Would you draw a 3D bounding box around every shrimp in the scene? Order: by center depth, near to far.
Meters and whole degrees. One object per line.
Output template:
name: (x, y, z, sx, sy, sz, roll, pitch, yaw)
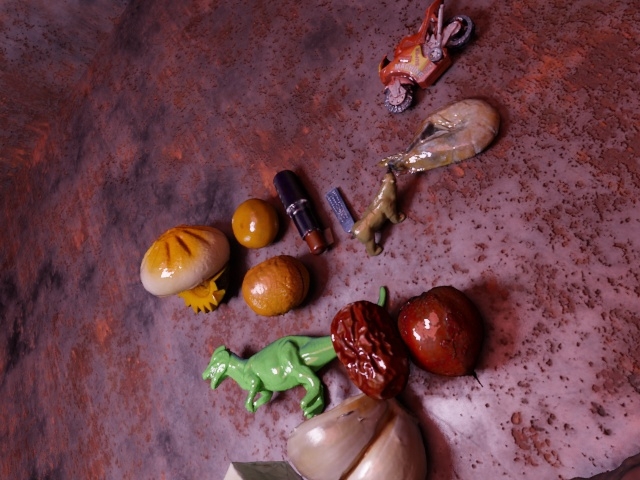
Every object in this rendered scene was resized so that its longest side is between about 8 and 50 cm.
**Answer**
shrimp: (0.284, -0.255, 1.125, 0.318, 0.077, 0.168, -14, 61, 27)

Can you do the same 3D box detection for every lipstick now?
lipstick: (-0.056, -0.084, 1.307, 0.081, 0.081, 0.299, -41, 57, 21)

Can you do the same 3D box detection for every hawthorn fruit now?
hawthorn fruit: (0.275, 0.213, 0.963, 0.181, 0.181, 0.235, -41, 70, 21)

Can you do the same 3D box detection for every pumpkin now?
pumpkin: (-0.350, 0.147, 1.469, 0.254, 0.149, 0.130, -8, 115, 41)

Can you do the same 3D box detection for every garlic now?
garlic: (0.077, 0.482, 1.031, 0.313, 0.286, 0.249, -44, 14, 12)

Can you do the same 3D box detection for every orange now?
orange: (-0.122, 0.129, 1.249, 0.193, 0.193, 0.161, -30, 89, 26)
orange: (-0.195, -0.051, 1.375, 0.156, 0.124, 0.156, 7, 100, 40)

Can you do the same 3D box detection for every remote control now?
remote control: (0.060, -0.082, 1.263, 0.043, 0.027, 0.152, -43, 57, 27)

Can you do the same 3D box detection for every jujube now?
jujube: (0.113, 0.240, 1.002, 0.155, 0.155, 0.230, -52, 35, 14)

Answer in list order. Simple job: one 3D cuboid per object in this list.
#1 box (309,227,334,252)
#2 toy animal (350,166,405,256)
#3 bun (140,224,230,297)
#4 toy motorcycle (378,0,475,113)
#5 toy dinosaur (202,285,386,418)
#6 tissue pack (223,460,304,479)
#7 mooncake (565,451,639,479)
box: (0.000, 0.000, 1.293, 0.083, 0.012, 0.046, -26, 64, 29)
toy animal: (0.148, -0.074, 1.153, 0.103, 0.101, 0.218, 44, 105, 35)
bun: (-0.437, 0.037, 1.418, 0.299, 0.299, 0.164, -9, 114, 33)
toy motorcycle: (0.257, -0.479, 1.177, 0.298, 0.089, 0.171, -47, 57, 17)
toy dinosaur: (-0.076, 0.271, 1.241, 0.375, 0.144, 0.499, 30, 83, 36)
tissue pack: (-0.124, 0.731, 0.926, 0.332, 0.205, 0.404, 21, 86, 50)
mooncake: (0.567, 0.439, 0.699, 0.334, 0.174, 0.325, 10, 82, 39)
